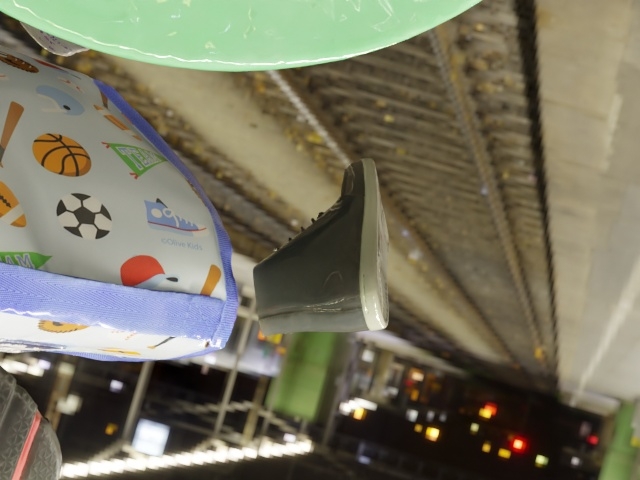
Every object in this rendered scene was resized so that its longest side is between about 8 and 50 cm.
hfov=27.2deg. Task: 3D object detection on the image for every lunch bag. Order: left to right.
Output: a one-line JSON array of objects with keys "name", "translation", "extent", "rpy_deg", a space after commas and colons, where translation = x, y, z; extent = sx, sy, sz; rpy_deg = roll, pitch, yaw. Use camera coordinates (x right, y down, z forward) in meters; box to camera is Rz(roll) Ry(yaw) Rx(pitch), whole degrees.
[{"name": "lunch bag", "translation": [-0.289, -0.025, 1.155], "extent": [0.328, 0.239, 0.385], "rpy_deg": [12, -162, -40]}]

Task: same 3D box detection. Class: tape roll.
[{"name": "tape roll", "translation": [-0.032, -0.220, 0.459], "extent": [0.321, 0.321, 0.077], "rpy_deg": [17, -173, -9]}]

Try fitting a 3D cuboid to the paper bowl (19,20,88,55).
[{"name": "paper bowl", "translation": [-0.239, -0.340, 1.339], "extent": [0.148, 0.284, 0.284], "rpy_deg": [-14, 170, 8]}]

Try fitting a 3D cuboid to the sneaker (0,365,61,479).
[{"name": "sneaker", "translation": [-0.265, 0.062, 0.624], "extent": [0.314, 0.116, 0.136], "rpy_deg": [26, 180, -37]}]

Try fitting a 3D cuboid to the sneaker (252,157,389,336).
[{"name": "sneaker", "translation": [0.000, 0.000, 1.223], "extent": [0.118, 0.083, 0.222], "rpy_deg": [-7, -145, 8]}]
